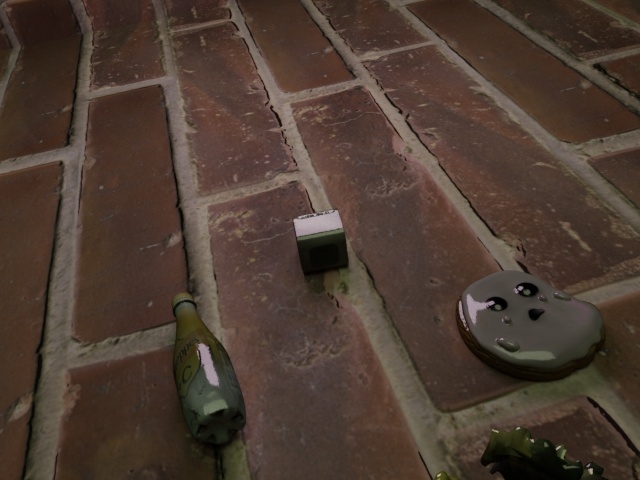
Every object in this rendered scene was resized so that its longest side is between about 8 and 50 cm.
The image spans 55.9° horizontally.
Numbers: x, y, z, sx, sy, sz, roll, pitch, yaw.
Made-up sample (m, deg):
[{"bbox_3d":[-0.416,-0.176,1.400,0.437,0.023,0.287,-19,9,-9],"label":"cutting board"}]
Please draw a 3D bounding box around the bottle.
[{"bbox_3d":[-0.177,0.170,0.875,0.083,0.083,0.269,-20,38,-13],"label":"bottle"}]

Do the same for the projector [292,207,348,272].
[{"bbox_3d":[0.000,0.000,1.041,0.082,0.083,0.083,-11,40,-3],"label":"projector"}]

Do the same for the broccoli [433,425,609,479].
[{"bbox_3d":[0.159,0.327,0.478,0.334,0.324,0.272,-3,29,-11],"label":"broccoli"}]

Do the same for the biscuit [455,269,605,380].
[{"bbox_3d":[0.300,0.114,0.885,0.181,0.049,0.208,-32,47,-27],"label":"biscuit"}]
